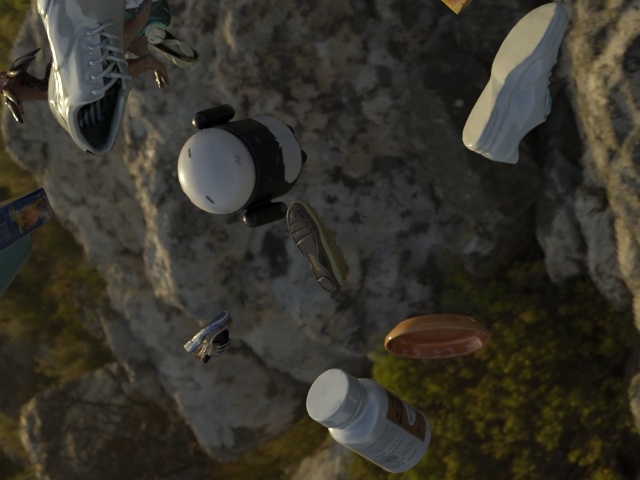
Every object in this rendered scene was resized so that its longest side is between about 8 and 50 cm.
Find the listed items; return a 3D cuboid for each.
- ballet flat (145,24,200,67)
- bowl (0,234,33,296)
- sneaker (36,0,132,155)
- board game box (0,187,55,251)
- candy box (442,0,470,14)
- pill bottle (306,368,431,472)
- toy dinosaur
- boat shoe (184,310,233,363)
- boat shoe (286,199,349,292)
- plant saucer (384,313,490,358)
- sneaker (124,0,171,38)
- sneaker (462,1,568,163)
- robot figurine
[{"bbox_3d":[-0.299,-0.386,1.894,0.052,0.168,0.057,1,72,46],"label":"ballet flat"},{"bbox_3d":[-0.535,0.040,1.234,0.312,0.312,0.163,-13,58,43],"label":"bowl"},{"bbox_3d":[-0.228,-0.194,1.019,0.091,0.094,0.258,49,150,23],"label":"sneaker"},{"bbox_3d":[-0.334,0.002,0.896,0.136,0.201,0.035,-19,101,4],"label":"board game box"},{"bbox_3d":[0.158,-0.418,1.389,0.187,0.053,0.109,43,156,2],"label":"candy box"},{"bbox_3d":[0.087,0.328,1.826,0.131,0.229,0.131,-30,41,30],"label":"pill bottle"},{"bbox_3d":[-0.345,-0.244,1.398,0.296,0.200,0.127,-36,56,36],"label":"toy dinosaur"},{"bbox_3d":[-0.215,0.201,2.030,0.066,0.066,0.183,48,145,0],"label":"boat shoe"},{"bbox_3d":[0.000,0.000,1.796,0.068,0.072,0.190,3,126,41],"label":"boat shoe"},{"bbox_3d":[0.221,0.180,1.880,0.200,0.200,0.037,-25,57,43],"label":"plant saucer"},{"bbox_3d":[-0.334,-0.380,1.717,0.065,0.167,0.076,-130,22,-74],"label":"sneaker"},{"bbox_3d":[0.270,-0.200,1.280,0.212,0.094,0.080,-62,24,13],"label":"sneaker"},{"bbox_3d":[-0.151,-0.148,1.924,0.209,0.278,0.173,29,120,26],"label":"robot figurine"}]
